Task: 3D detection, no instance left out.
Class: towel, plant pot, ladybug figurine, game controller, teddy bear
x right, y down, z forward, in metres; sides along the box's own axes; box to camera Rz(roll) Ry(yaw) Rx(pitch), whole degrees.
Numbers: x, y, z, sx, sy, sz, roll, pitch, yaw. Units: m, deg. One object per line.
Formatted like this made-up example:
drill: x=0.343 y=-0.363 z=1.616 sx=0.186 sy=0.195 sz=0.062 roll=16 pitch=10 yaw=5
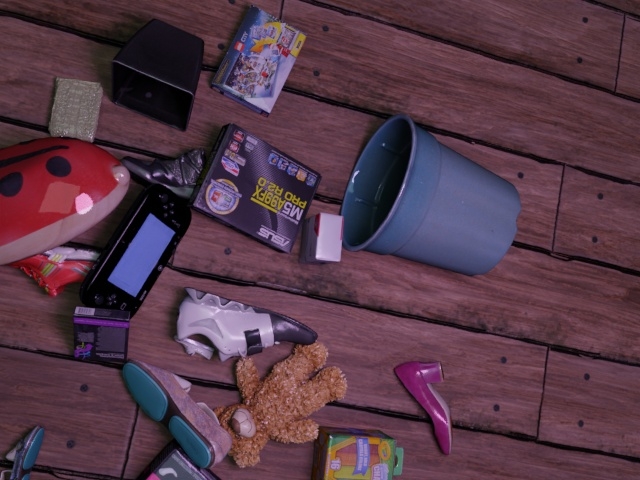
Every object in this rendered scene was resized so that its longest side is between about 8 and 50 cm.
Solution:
towel: x=-0.572 y=-0.307 z=1.564 sx=0.110 sy=0.027 sz=0.148 roll=7 pitch=81 yaw=-13
plant pot: x=-0.364 y=-0.394 z=1.552 sx=0.187 sy=0.188 sz=0.167 roll=22 pitch=66 yaw=-10
plant pot: x=0.269 y=-0.082 z=1.595 sx=0.334 sy=0.341 sz=0.341 roll=20 pitch=80 yaw=-18
ladybug figurine: x=-0.611 y=-0.095 z=1.372 sx=0.449 sy=0.305 sz=0.162 roll=-17 pitch=129 yaw=6
game controller: x=-0.410 y=0.030 z=1.507 sx=0.166 sy=0.067 sz=0.319 roll=44 pitch=71 yaw=-46
teddy bear: x=-0.096 y=0.372 z=1.557 sx=0.337 sy=0.113 sz=0.245 roll=-16 pitch=86 yaw=-14

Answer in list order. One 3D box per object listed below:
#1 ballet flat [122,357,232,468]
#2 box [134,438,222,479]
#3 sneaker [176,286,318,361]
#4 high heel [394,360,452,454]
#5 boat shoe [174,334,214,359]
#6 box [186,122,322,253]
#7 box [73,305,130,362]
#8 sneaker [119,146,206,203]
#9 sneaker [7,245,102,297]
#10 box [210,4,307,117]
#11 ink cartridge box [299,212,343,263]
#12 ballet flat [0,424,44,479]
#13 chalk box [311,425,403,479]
ballet flat: x=-0.316 y=0.376 z=1.500 sx=0.316 sy=0.108 sz=0.106 roll=45 pitch=33 yaw=17
box: x=-0.355 y=0.597 z=1.455 sx=0.165 sy=0.143 sz=0.270 roll=43 pitch=77 yaw=-5
sneaker: x=-0.174 y=0.220 z=1.551 sx=0.330 sy=0.122 sz=0.146 roll=15 pitch=79 yaw=-6
high heel: x=0.261 y=0.420 z=1.665 sx=0.117 sy=0.082 sz=0.244 roll=-9 pitch=99 yaw=14
boat shoe: x=-0.299 y=0.252 z=1.562 sx=0.100 sy=0.035 sz=0.035 roll=25 pitch=76 yaw=-16
box: x=-0.151 y=-0.120 z=1.586 sx=0.270 sy=0.060 sz=0.216 roll=28 pitch=77 yaw=-26
box: x=-0.482 y=0.210 z=1.470 sx=0.116 sy=0.162 sz=0.029 roll=8 pitch=42 yaw=-12
sneaker: x=-0.351 y=-0.173 z=1.572 sx=0.227 sy=0.087 sz=0.130 roll=20 pitch=78 yaw=-13
sneaker: x=-0.607 y=0.066 z=1.477 sx=0.278 sy=0.107 sz=0.119 roll=7 pitch=88 yaw=-12
box: x=-0.152 y=-0.448 z=1.667 sx=0.159 sy=0.044 sz=0.233 roll=26 pitch=79 yaw=-9
ink cartridge box: x=0.000 y=0.000 z=1.600 sx=0.063 sy=0.150 sz=0.109 roll=7 pitch=82 yaw=-16
ballet flat: x=-0.655 y=0.491 z=1.441 sx=0.070 sy=0.070 sz=0.189 roll=14 pitch=78 yaw=-11
chalk box: x=0.099 y=0.520 z=1.574 sx=0.212 sy=0.132 sz=0.133 roll=7 pitch=83 yaw=-12
